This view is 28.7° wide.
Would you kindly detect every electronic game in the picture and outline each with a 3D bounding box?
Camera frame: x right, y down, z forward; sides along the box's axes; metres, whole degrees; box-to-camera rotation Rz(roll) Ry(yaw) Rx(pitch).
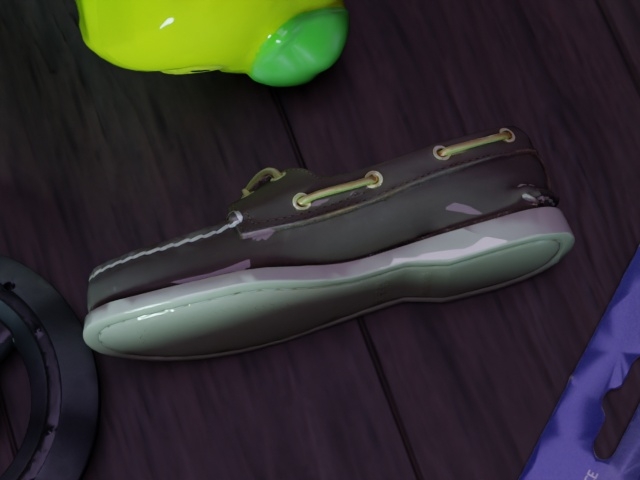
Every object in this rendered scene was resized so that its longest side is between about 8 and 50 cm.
[{"bbox_3d":[-0.260,0.112,0.830,0.229,0.048,0.229,0,71,1],"label":"electronic game"}]

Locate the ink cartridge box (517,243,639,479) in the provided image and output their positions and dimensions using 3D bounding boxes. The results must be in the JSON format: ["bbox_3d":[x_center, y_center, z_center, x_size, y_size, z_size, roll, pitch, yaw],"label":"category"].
[{"bbox_3d":[0.301,0.156,0.789,0.307,0.072,0.304,28,77,8],"label":"ink cartridge box"}]

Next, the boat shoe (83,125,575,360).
[{"bbox_3d":[0.000,0.000,0.825,0.324,0.116,0.097,-13,68,-6],"label":"boat shoe"}]

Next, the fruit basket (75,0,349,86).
[{"bbox_3d":[-0.162,-0.213,0.816,0.283,0.392,0.392,-35,75,-9],"label":"fruit basket"}]
